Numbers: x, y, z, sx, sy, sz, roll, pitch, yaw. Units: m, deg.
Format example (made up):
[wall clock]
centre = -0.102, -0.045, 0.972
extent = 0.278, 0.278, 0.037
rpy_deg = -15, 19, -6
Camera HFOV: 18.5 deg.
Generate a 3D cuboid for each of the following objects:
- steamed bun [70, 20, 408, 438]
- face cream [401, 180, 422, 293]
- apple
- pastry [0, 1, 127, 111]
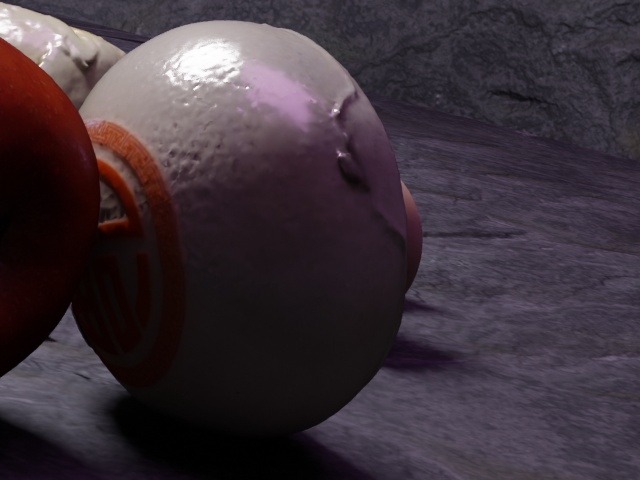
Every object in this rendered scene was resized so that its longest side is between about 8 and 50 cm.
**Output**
[steamed bun]
centre = -0.079, -0.002, 1.306
extent = 0.177, 0.283, 0.283
rpy_deg = -12, 24, -32
[face cream]
centre = 0.000, 0.000, 1.699
extent = 0.149, 0.149, 0.104
rpy_deg = 21, 14, 32
[apple]
centre = -0.263, -0.019, 1.178
extent = 0.216, 0.260, 0.260
rpy_deg = 17, 11, 36
[pastry]
centre = -0.281, -0.131, 1.878
extent = 0.265, 0.133, 0.265
rpy_deg = 19, -21, 8
